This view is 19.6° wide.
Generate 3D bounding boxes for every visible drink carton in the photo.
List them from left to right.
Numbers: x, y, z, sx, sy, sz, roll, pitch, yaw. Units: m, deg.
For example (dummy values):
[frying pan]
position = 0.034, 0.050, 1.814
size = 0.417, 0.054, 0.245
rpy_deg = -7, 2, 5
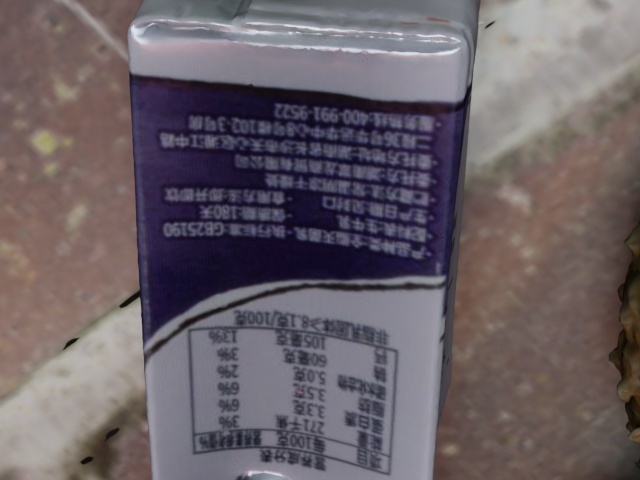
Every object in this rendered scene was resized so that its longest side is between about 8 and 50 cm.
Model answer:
[drink carton]
position = 0.000, 0.000, 0.620
size = 0.101, 0.134, 0.222
rpy_deg = 3, 123, 4

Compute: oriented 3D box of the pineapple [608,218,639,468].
[pineapple]
position = 0.154, 0.082, 0.662
size = 0.128, 0.128, 0.248
rpy_deg = 9, 128, 3
